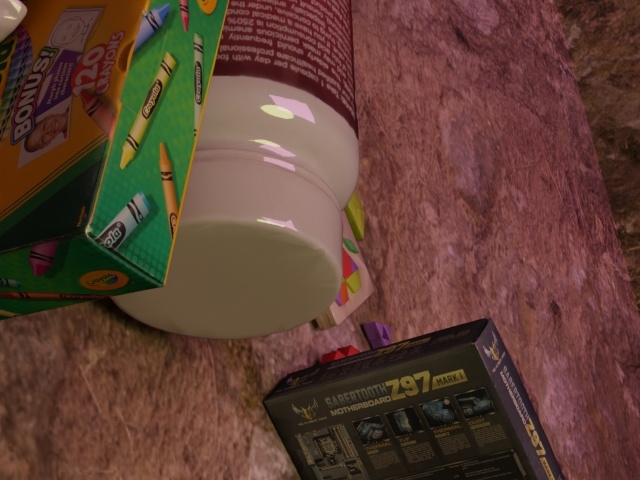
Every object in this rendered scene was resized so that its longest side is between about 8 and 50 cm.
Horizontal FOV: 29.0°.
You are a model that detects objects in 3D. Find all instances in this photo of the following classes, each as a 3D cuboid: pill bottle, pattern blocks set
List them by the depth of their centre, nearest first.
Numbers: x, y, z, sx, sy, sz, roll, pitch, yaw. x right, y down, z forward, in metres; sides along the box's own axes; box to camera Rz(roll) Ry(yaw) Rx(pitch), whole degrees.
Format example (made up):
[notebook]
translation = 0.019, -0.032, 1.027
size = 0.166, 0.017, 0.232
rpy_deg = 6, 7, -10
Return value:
[pill bottle]
translation = -0.081, -0.128, 1.063
size = 0.224, 0.224, 0.392
rpy_deg = 40, 39, -45
[pattern blocks set]
translation = 0.000, 0.000, 1.331
size = 0.324, 0.026, 0.285
rpy_deg = 62, 25, -20

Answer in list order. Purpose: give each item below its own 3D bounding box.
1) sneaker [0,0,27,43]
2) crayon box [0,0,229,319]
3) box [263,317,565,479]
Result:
[sneaker]
translation = -0.281, -0.288, 0.938
size = 0.118, 0.110, 0.292
rpy_deg = 23, 52, -45
[crayon box]
translation = -0.170, -0.090, 0.887
size = 0.081, 0.165, 0.278
rpy_deg = 40, 48, -43
[box]
translation = 0.086, 0.188, 1.150
size = 0.183, 0.233, 0.059
rpy_deg = 63, 30, -12
